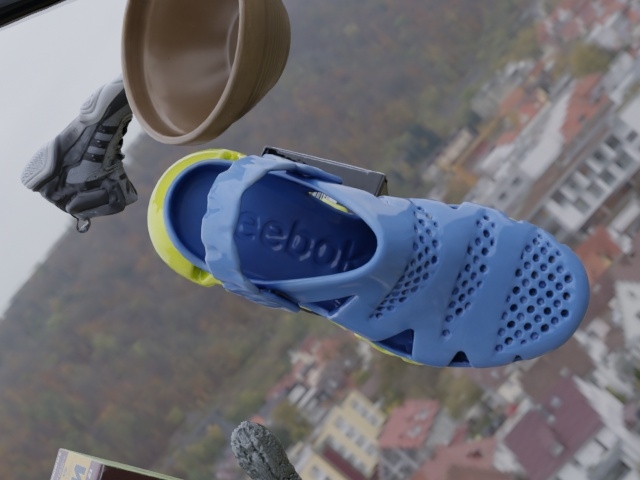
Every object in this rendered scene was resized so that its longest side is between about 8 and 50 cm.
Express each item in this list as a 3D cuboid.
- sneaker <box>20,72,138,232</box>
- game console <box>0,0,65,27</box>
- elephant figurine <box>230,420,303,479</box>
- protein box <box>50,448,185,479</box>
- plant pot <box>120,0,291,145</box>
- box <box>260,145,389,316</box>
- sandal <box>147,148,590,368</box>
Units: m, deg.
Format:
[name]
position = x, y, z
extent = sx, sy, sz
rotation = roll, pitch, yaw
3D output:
[sneaker]
position = -0.305, -0.131, 1.994
extent = 0.268, 0.153, 0.101
rotation = -42, 5, 17
[game console]
position = -0.256, -0.205, 1.110
extent = 0.386, 0.060, 0.342
rotation = -16, 14, 28
[elephant figurine]
position = 0.018, 0.280, 1.071
extent = 0.186, 0.240, 0.169
rotation = -5, 26, 22
[protein box]
position = -0.206, 0.339, 1.581
extent = 0.200, 0.201, 0.136
rotation = -8, 65, 65
[plant pot]
position = -0.109, -0.216, 1.455
extent = 0.109, 0.237, 0.237
rotation = 4, -40, -40
[box]
position = 0.000, 0.000, 1.603
extent = 0.207, 0.153, 0.108
rotation = 77, -149, -60
[sandal]
position = 0.034, 0.015, 0.930
extent = 0.138, 0.317, 0.126
rotation = 144, 137, -85
